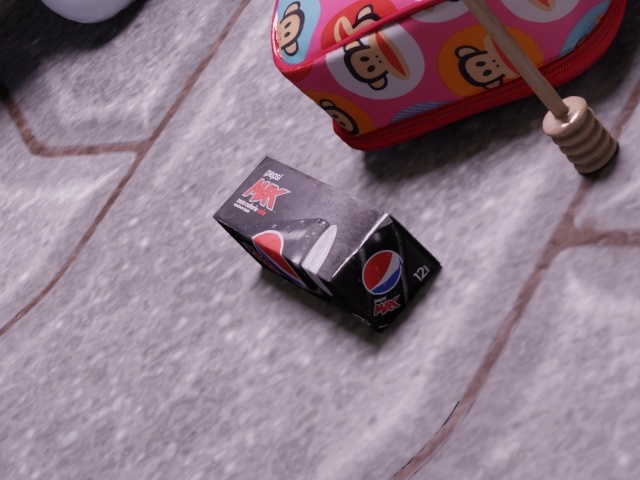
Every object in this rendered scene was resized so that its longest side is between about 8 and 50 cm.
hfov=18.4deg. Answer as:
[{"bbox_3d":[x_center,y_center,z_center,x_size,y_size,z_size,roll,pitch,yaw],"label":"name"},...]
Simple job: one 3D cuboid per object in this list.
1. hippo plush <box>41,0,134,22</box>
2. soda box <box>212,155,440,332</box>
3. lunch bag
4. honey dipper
[{"bbox_3d":[-0.200,-0.313,1.778,0.236,0.234,0.294,36,96,29],"label":"hippo plush"},{"bbox_3d":[0.000,0.000,1.237,0.060,0.053,0.169,-49,30,-9],"label":"soda box"},{"bbox_3d":[0.111,-0.211,1.301,0.258,0.120,0.293,-20,37,35],"label":"lunch bag"},{"bbox_3d":[0.113,-0.100,1.118,0.030,0.160,0.030,-31,31,22],"label":"honey dipper"}]
